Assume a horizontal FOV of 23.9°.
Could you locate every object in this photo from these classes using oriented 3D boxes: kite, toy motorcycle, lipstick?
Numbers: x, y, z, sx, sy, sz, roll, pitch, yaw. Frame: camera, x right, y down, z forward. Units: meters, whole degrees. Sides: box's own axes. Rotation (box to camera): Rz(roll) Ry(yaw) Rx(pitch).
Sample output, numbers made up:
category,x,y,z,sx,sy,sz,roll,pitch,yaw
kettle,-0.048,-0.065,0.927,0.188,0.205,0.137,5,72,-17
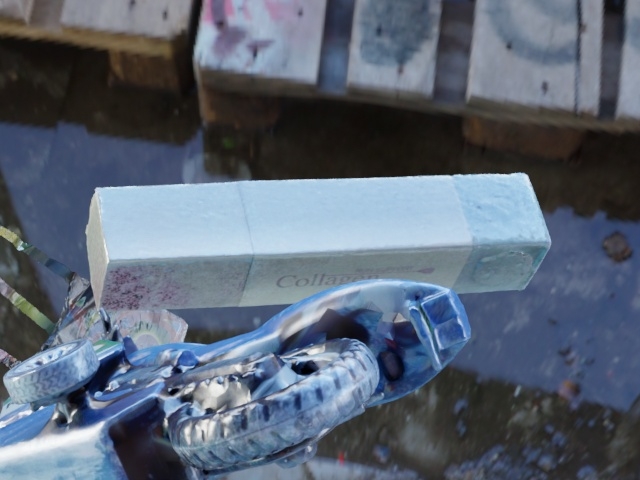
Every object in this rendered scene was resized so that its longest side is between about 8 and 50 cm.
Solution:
category,x,y,z,sx,sy,sz,roll,pitch,yaw
kite,-0.225,0.071,1.249,0.285,0.015,0.152,39,62,-34
toy motorcycle,-0.064,0.069,0.588,0.135,0.254,0.092,-33,101,-53
lipstick,0.000,0.000,1.058,0.317,0.066,0.068,-2,56,-18
